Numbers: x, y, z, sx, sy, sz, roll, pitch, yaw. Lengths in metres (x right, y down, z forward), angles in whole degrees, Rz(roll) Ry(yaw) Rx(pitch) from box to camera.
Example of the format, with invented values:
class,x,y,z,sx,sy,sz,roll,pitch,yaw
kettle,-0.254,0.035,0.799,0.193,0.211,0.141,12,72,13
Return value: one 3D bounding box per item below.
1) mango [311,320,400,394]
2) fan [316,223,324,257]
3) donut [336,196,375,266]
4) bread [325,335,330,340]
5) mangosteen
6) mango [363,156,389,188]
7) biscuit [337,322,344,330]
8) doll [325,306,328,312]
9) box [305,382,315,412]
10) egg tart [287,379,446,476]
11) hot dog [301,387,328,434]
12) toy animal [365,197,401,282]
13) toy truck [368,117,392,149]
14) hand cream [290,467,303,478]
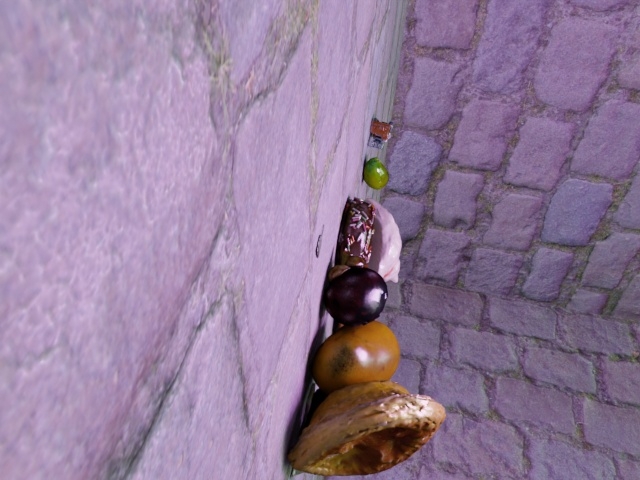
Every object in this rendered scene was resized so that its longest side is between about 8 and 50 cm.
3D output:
class,x,y,z,sx,sy,sz,roll,pitch,yaw
mango,0.103,0.361,1.592,0.264,0.221,0.378,-39,161,11
fan,0.000,0.000,1.248,0.056,0.004,0.083,81,21,-68
donut,0.120,-0.009,1.735,0.270,0.103,0.269,12,90,-81
bread,0.040,0.383,1.847,0.103,0.049,0.062,85,-17,-58
mangosteen,0.094,0.138,1.548,0.194,0.194,0.230,55,10,-79
mango,0.219,-0.271,2.114,0.119,0.100,0.178,62,3,21
biscuit,0.116,0.248,2.161,0.385,0.062,0.365,94,8,-51
doll,0.056,0.199,1.697,0.162,0.062,0.106,-13,109,-80
box,-0.030,0.494,1.647,0.083,0.012,0.046,-70,169,-52
egg tart,0.122,0.503,1.441,0.443,0.444,0.178,91,-15,-49
hot dog,-0.002,0.573,1.641,0.226,0.099,0.160,-64,180,-41
toy animal,0.214,0.013,1.927,0.266,0.188,0.307,-50,-132,44
toy truck,0.244,-0.432,2.132,0.178,0.080,0.115,-44,149,-75
hand cream,-0.066,0.694,1.607,0.143,0.039,0.061,59,48,-64
